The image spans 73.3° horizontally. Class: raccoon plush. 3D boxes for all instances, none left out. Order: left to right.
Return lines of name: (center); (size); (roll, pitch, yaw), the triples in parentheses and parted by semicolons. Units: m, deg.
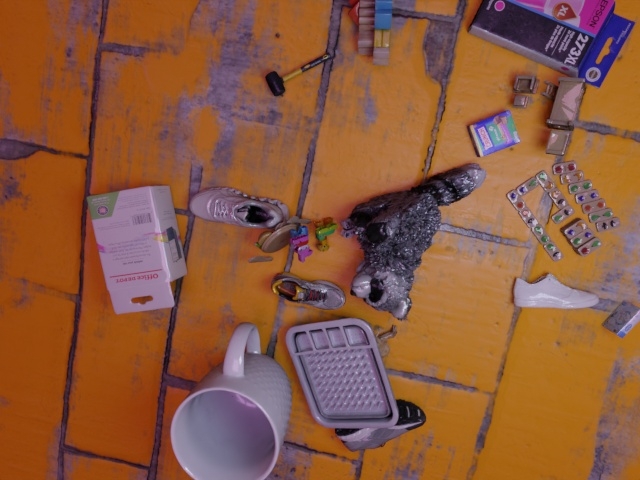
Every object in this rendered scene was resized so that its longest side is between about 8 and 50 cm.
raccoon plush: (0.273, 0.020, 1.140); (0.447, 0.216, 0.299); (-20, 111, 4)

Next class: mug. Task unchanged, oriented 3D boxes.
mug: (-0.213, 0.413, 1.189); (0.277, 0.328, 0.373); (2, 98, 7)

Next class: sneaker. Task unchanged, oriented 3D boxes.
sneaker: (-0.241, -0.089, 1.225); (0.293, 0.118, 0.109); (7, 101, 8)
sneaker: (-0.039, 0.158, 1.246); (0.226, 0.093, 0.087); (11, 100, 5)
sneaker: (0.185, 0.558, 1.285); (0.272, 0.100, 0.107); (-20, 109, 14)
sneaker: (0.638, 0.135, 1.165); (0.213, 0.080, 0.094); (0, 87, 9)

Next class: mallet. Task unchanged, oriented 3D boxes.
mallet: (-0.056, -0.457, 1.186); (0.190, 0.039, 0.062); (-18, 95, 6)

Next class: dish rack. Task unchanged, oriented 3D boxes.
dish rack: (0.067, 0.378, 1.246); (0.286, 0.072, 0.332); (-15, 97, 29)

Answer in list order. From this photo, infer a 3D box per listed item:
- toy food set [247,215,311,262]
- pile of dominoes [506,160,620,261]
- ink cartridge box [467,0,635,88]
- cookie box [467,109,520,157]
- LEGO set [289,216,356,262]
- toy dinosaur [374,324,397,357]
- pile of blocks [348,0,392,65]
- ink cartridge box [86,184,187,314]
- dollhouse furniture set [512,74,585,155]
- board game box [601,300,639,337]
toy food set: (-0.121, -0.012, 1.216); (0.192, 0.132, 0.038); (-43, 71, 19)
pile of dominoes: (0.654, -0.079, 1.144); (0.196, 0.040, 0.251); (-37, 93, 11)
ink cartridge box: (0.581, -0.540, 1.074); (0.371, 0.069, 0.175); (25, 101, 1)
cookie box: (0.457, -0.281, 1.138); (0.107, 0.040, 0.091); (-21, 96, 11)
LEGO set: (0.000, 0.000, 1.207); (0.227, 0.087, 0.093); (-20, 116, -32)
toy dinosaur: (0.155, 0.318, 1.265); (0.093, 0.053, 0.183); (33, 101, 0)
pile of blocks: (0.126, -0.633, 1.074); (0.113, 0.149, 0.361); (3, 99, 7)
ink cartridge box: (-0.531, 0.026, 1.278); (0.207, 0.119, 0.353); (-8, 96, 8)
dollhouse furniture set: (0.568, -0.318, 1.111); (0.161, 0.101, 0.181); (17, 102, 30)
board game box: (0.803, 0.208, 1.141); (0.020, 0.090, 0.090); (36, 102, 5)
